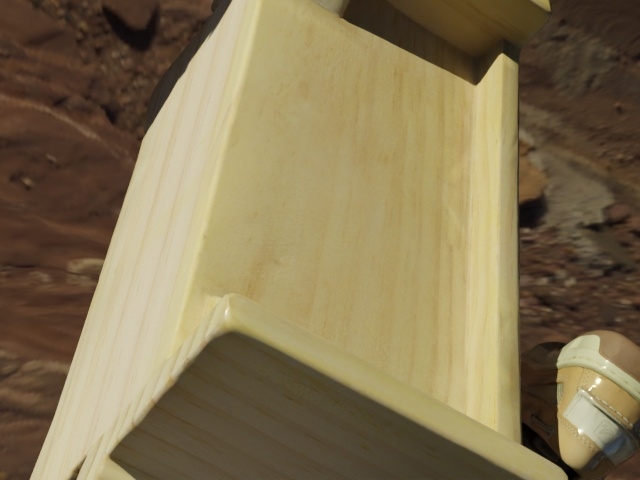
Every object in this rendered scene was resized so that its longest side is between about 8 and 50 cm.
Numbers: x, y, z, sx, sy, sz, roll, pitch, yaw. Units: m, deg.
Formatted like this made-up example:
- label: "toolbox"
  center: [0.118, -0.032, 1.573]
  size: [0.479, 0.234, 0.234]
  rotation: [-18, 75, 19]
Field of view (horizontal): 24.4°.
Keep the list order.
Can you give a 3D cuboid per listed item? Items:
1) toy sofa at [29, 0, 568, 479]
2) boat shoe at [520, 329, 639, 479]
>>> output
- label: "toy sofa"
  center: [0.000, 0.000, 0.675]
  size: [0.150, 0.362, 0.177]
  rotation: [29, 127, -17]
- label: "boat shoe"
  center: [0.108, 0.089, 0.688]
  size: [0.068, 0.190, 0.072]
  rotation: [37, 80, 9]
